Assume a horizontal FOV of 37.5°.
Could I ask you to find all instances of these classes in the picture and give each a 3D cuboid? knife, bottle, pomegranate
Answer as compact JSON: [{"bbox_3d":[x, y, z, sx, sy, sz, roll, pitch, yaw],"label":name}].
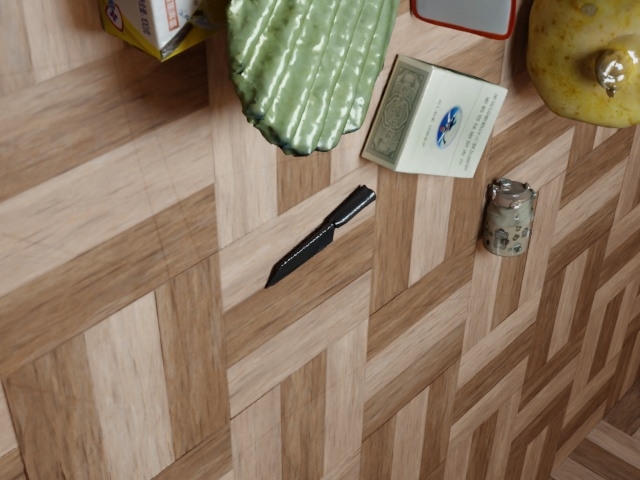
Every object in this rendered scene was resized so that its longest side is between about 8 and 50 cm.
[{"bbox_3d":[0.000,0.000,1.422,0.230,0.028,0.060,-41,155,-25],"label":"knife"},{"bbox_3d":[0.366,-0.052,1.819,0.099,0.099,0.152,-29,132,-40],"label":"bottle"},{"bbox_3d":[0.505,-0.336,1.566,0.342,0.343,0.342,-34,139,-36],"label":"pomegranate"}]

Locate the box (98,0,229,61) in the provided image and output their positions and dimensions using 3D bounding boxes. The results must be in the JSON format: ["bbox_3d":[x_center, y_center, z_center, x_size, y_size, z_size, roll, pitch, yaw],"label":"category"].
[{"bbox_3d":[-0.139,-0.328,0.901,0.168,0.097,0.265,-35,140,-35],"label":"box"}]

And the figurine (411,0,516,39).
[{"bbox_3d":[0.251,-0.428,1.336,0.226,0.160,0.183,-47,147,-37],"label":"figurine"}]

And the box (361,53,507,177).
[{"bbox_3d":[0.184,-0.188,1.482,0.257,0.069,0.164,-1,115,-54],"label":"box"}]

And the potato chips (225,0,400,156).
[{"bbox_3d":[0.018,-0.291,1.063,0.358,0.070,0.429,45,61,-65],"label":"potato chips"}]
